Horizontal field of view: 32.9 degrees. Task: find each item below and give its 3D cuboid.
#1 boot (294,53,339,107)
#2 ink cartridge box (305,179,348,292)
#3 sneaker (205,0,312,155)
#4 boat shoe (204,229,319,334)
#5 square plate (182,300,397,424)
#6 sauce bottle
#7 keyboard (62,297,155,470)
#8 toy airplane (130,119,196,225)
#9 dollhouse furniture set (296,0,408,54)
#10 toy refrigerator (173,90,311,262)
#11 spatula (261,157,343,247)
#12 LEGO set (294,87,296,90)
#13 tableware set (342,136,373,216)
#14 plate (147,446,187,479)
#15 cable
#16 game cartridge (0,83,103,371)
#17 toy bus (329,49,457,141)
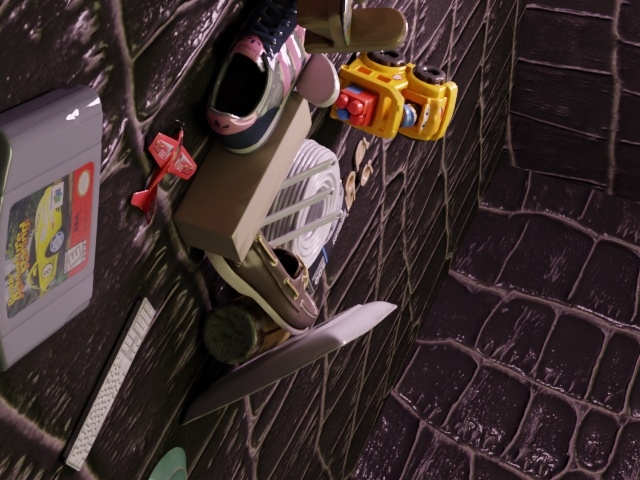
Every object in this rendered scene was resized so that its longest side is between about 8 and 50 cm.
[{"bbox_3d":[-0.008,-0.261,1.685,0.069,0.190,0.086,-42,143,13],"label":"boot"},{"bbox_3d":[0.000,0.000,2.272,0.208,0.045,0.206,74,37,-65],"label":"ink cartridge box"},{"bbox_3d":[-0.076,-0.285,1.586,0.131,0.112,0.319,49,59,-75],"label":"sneaker"},{"bbox_3d":[-0.075,0.059,1.805,0.096,0.117,0.324,-37,141,7],"label":"boat shoe"},{"bbox_3d":[-0.054,0.209,1.979,0.049,0.344,0.347,63,20,3],"label":"square plate"},{"bbox_3d":[-0.103,0.146,1.968,0.344,0.111,0.111,-9,116,-72],"label":"sauce bottle"},{"bbox_3d":[-0.299,0.205,1.553,0.072,0.014,0.256,69,42,-66],"label":"keyboard"},{"bbox_3d":[-0.216,-0.093,1.479,0.151,0.028,0.151,18,90,-73],"label":"toy airplane"},{"bbox_3d":[0.088,-0.504,1.412,0.362,0.256,0.394,72,19,-61],"label":"dollhouse furniture set"},{"bbox_3d":[-0.115,-0.108,1.668,0.094,0.102,0.270,77,34,-61],"label":"toy refrigerator"},{"bbox_3d":[-0.068,-0.043,1.809,0.242,0.019,0.168,-25,136,-18],"label":"spatula"},{"bbox_3d":[-0.018,-0.381,1.821,0.182,0.060,0.244,-60,172,-33],"label":"LEGO set"},{"bbox_3d":[0.080,-0.140,2.428,0.141,0.020,0.169,76,35,-62],"label":"tableware set"},{"bbox_3d":[-0.273,0.453,1.893,0.188,0.024,0.188,17,90,-75],"label":"plate"},{"bbox_3d":[-0.040,-0.059,1.989,0.257,0.089,0.257,89,25,-49],"label":"cable"},{"bbox_3d":[-0.318,-0.008,1.195,0.196,0.060,0.294,-40,145,-55],"label":"game cartridge"},{"bbox_3d":[0.126,-0.266,2.106,0.211,0.220,0.150,-37,148,-53],"label":"toy bus"}]
